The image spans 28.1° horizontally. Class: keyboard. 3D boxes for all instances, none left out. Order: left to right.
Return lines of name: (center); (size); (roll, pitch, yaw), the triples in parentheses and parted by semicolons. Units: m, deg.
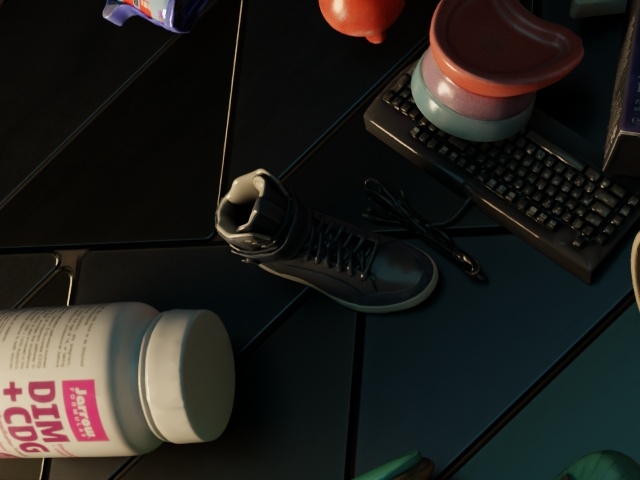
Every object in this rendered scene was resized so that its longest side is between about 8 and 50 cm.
keyboard: (0.166, -0.061, 1.336); (0.317, 0.033, 0.201); (37, 86, 29)

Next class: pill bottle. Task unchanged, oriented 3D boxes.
pill bottle: (-0.244, 0.146, 1.338); (0.283, 0.160, 0.160); (-5, 69, 19)

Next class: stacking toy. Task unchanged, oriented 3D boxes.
stacking toy: (0.164, -0.248, 1.382); (0.279, 0.130, 0.309); (-27, 62, -27)

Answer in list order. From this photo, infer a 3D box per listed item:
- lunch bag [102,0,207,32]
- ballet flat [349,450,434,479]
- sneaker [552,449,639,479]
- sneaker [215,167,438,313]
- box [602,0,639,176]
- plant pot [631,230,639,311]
lunch bag: (-0.188, -0.394, 1.530); (0.221, 0.138, 0.293); (33, 99, 37)
ballet flat: (-0.029, 0.316, 1.231); (0.342, 0.116, 0.124); (-24, 84, 11)
sneaker: (0.184, 0.308, 1.135); (0.108, 0.121, 0.302); (37, 86, 28)
sneaker: (-0.001, 0.002, 1.302); (0.226, 0.163, 0.086); (13, 74, 23)
box: (0.366, -0.165, 1.234); (0.153, 0.108, 0.207); (9, 74, 6)
plant pot: (0.452, 0.047, 1.086); (0.274, 0.256, 0.256); (-25, 62, -8)
